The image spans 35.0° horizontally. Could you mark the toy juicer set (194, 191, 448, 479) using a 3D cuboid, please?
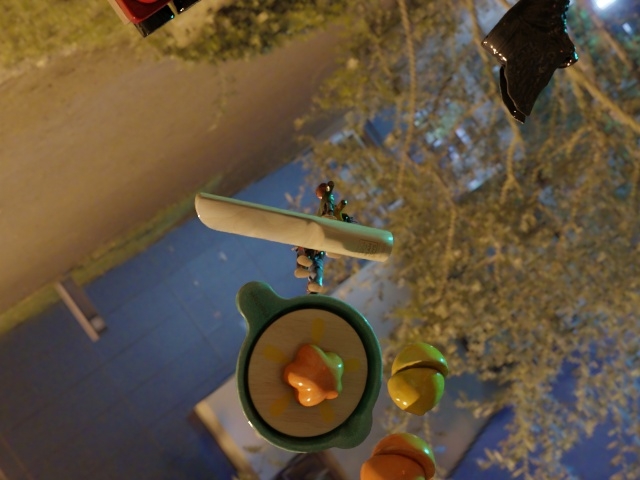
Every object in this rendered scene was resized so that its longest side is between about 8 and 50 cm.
[{"bbox_3d":[0.022,0.104,0.882,0.209,0.329,0.089,-11,-174,-22],"label":"toy juicer set"}]

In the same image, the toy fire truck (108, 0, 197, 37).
[{"bbox_3d":[-0.181,-0.397,1.327,0.217,0.158,0.246,-37,-166,-15],"label":"toy fire truck"}]

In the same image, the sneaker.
[{"bbox_3d":[0.228,-0.208,1.024,0.170,0.089,0.051,-47,178,-10],"label":"sneaker"}]

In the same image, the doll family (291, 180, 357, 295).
[{"bbox_3d":[0.000,0.000,1.500,0.193,0.076,0.111,-59,-160,31],"label":"doll family"}]
